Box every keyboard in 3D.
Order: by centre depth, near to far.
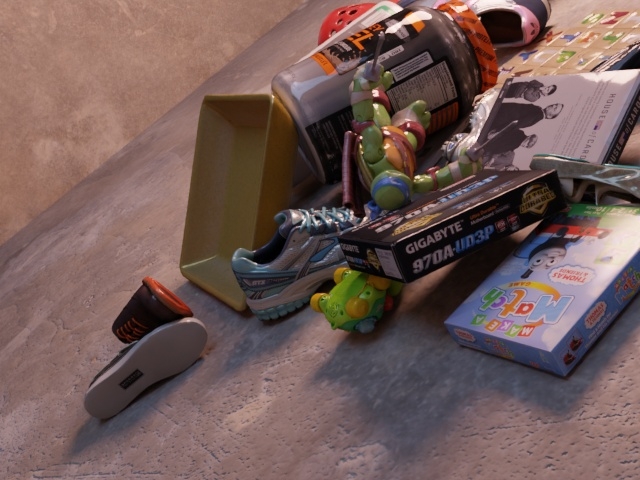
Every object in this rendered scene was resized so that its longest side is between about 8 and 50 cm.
[{"bbox_3d":[0.182,-0.147,1.372,0.072,0.014,0.256,-11,31,53],"label":"keyboard"}]

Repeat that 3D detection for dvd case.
[{"bbox_3d":[0.301,-0.140,1.086,0.238,0.029,0.179,13,73,57],"label":"dvd case"}]

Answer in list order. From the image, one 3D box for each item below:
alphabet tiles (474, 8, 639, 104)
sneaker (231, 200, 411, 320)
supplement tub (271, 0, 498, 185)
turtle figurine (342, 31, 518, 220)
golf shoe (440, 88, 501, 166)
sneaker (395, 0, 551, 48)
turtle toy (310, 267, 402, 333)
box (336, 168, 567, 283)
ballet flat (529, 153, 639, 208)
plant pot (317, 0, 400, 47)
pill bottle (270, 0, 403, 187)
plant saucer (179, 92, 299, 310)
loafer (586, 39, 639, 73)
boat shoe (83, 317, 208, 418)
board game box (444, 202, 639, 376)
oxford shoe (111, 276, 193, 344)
[{"bbox_3d":[0.416,-0.297,1.350,0.285,0.011,0.342,-37,23,-7],"label":"alphabet tiles"},{"bbox_3d":[0.000,0.000,1.180,0.283,0.122,0.110,-33,22,1],"label":"sneaker"},{"bbox_3d":[0.107,-0.251,1.364,0.338,0.207,0.207,-28,22,-6],"label":"supplement tub"},{"bbox_3d":[0.132,-0.168,1.124,0.198,0.275,0.266,7,30,-7],"label":"turtle figurine"},{"bbox_3d":[0.260,-0.160,1.247,0.086,0.069,0.176,14,56,39],"label":"golf shoe"},{"bbox_3d":[0.266,-0.416,1.564,0.319,0.112,0.131,1,36,27],"label":"sneaker"},{"bbox_3d":[0.056,0.070,1.039,0.130,0.066,0.095,-46,27,-27],"label":"turtle toy"},{"bbox_3d":[0.150,-0.022,0.975,0.220,0.051,0.175,-24,11,-15],"label":"box"},{"bbox_3d":[0.308,-0.064,0.936,0.168,0.057,0.052,13,79,39],"label":"ballet flat"},{"bbox_3d":[0.119,-0.420,1.779,0.174,0.191,0.191,2,41,42],"label":"plant pot"},{"bbox_3d":[0.036,-0.272,1.563,0.361,0.204,0.204,-37,23,-6],"label":"pill bottle"},{"bbox_3d":[-0.133,-0.074,1.383,0.081,0.333,0.333,5,6,-27],"label":"plant saucer"},{"bbox_3d":[0.417,-0.230,1.131,0.223,0.076,0.078,-36,30,6],"label":"loafer"},{"bbox_3d":[-0.267,0.180,1.247,0.219,0.078,0.070,-34,24,4],"label":"boat shoe"},{"bbox_3d":[0.254,0.042,0.864,0.211,0.039,0.160,-43,24,-20],"label":"board game box"},{"bbox_3d":[-0.274,0.127,1.311,0.098,0.097,0.271,-51,6,-19],"label":"oxford shoe"}]
